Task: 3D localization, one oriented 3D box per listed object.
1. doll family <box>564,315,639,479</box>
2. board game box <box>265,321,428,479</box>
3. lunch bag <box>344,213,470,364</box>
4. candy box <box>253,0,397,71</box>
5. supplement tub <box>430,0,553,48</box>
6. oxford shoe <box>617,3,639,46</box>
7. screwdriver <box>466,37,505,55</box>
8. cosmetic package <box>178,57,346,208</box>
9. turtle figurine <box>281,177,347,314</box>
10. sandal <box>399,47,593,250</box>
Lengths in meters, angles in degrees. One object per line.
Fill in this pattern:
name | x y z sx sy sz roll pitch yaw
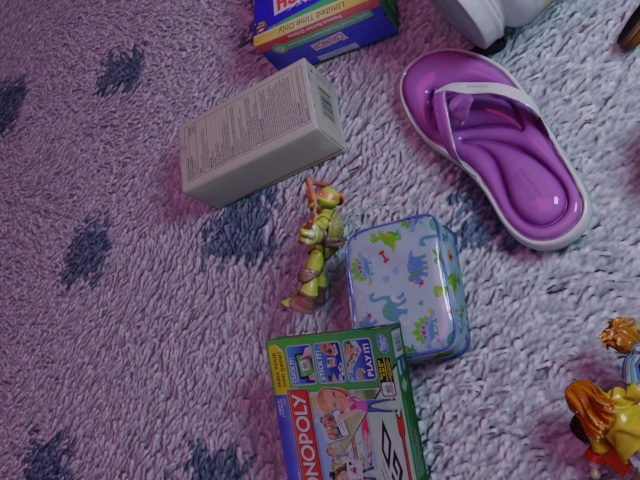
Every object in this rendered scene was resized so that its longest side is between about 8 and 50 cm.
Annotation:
doll family | 0.390 0.176 0.705 0.163 0.118 0.263 40 98 35
board game box | 0.041 0.291 0.878 0.213 0.046 0.317 -12 87 29
lunch bag | 0.127 0.078 0.921 0.176 0.090 0.219 -17 67 27
candy box | 0.007 -0.522 1.172 0.268 0.122 0.317 -11 70 29
supplement tub | 0.306 -0.477 0.898 0.325 0.235 0.235 -43 57 14
oxford shoe | 0.511 -0.347 0.833 0.076 0.076 0.212 40 113 -5
screwdriver | 0.230 -0.309 1.024 0.169 0.024 0.025 -13 39 30
cosmetic package | -0.119 -0.196 1.152 0.309 0.113 0.160 -21 64 26
turtle figurine | 0.000 0.000 0.995 0.087 0.269 0.217 12 103 -2
sandal | 0.256 -0.170 0.910 0.169 0.102 0.416 -42 59 14
